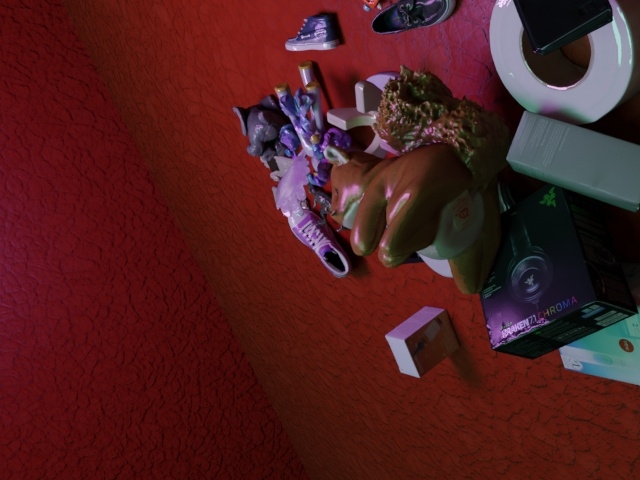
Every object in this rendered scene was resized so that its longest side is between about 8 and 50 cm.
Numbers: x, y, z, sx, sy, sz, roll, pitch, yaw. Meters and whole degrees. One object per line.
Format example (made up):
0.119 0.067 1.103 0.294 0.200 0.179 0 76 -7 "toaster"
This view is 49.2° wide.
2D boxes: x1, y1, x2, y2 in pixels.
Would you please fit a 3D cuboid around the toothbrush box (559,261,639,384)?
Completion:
0.611 0.163 1.389 0.295 0.126 0.216 3 120 57 "toothbrush box"

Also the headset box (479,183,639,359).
0.437 0.052 1.365 0.246 0.131 0.283 -37 47 42 "headset box"

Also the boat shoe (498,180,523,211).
0.458 -0.049 1.513 0.065 0.075 0.206 -32 90 38 "boat shoe"

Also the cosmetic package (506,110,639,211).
0.462 -0.138 1.236 0.238 0.107 0.127 20 -178 20 "cosmetic package"

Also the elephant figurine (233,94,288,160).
-0.197 -0.374 2.195 0.186 0.169 0.239 -56 47 30 "elephant figurine"

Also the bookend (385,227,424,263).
0.254 -0.024 1.857 0.157 0.072 0.156 -8 110 60 "bookend"

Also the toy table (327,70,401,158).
0.153 -0.285 1.668 0.274 0.161 0.252 23 136 48 "toy table"

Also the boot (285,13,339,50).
-0.026 -0.544 1.821 0.190 0.069 0.086 13 122 44 "boot"

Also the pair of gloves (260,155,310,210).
-0.120 -0.188 2.355 0.204 0.042 0.240 29 141 44 "pair of gloves"

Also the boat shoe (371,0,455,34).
0.189 -0.486 1.493 0.228 0.076 0.080 10 126 56 "boat shoe"

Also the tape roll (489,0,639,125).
0.432 -0.347 1.201 0.286 0.100 0.286 41 148 33 "tape roll"

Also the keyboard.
0.384 -0.435 1.071 0.202 0.033 0.317 -28 50 30 "keyboard"

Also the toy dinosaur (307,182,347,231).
0.037 -0.089 2.174 0.268 0.064 0.118 33 136 35 "toy dinosaur"

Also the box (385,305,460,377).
0.293 0.288 1.999 0.091 0.170 0.130 3 120 59 "box"

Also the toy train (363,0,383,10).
0.115 -0.598 1.544 0.125 0.046 0.166 39 145 6 "toy train"

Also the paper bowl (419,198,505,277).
0.311 -0.028 1.641 0.284 0.148 0.284 51 161 26 "paper bowl"

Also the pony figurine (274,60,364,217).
-0.009 -0.263 1.900 0.351 0.303 0.363 -103 -4 -59 "pony figurine"

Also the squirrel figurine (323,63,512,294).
0.181 -0.138 1.427 0.370 0.281 0.397 32 103 53 "squirrel figurine"

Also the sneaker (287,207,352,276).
0.001 0.000 2.223 0.282 0.102 0.161 46 -178 5 "sneaker"
